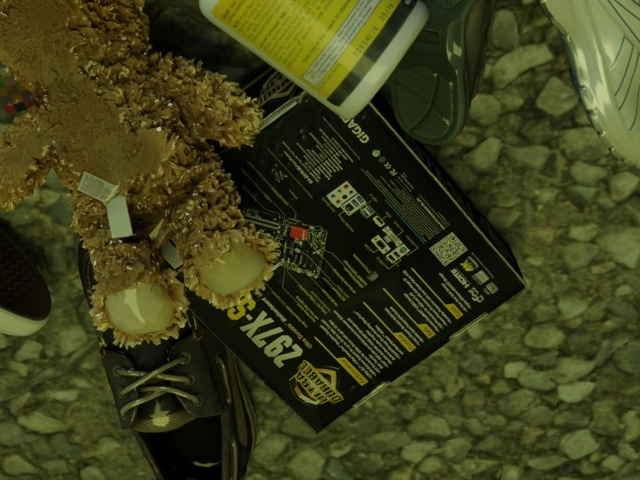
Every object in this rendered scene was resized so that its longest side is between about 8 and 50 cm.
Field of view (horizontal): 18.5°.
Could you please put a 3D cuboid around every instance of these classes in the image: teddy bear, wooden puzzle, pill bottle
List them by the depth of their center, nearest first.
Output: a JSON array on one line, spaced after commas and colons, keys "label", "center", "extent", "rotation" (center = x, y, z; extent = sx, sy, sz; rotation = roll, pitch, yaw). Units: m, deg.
[{"label": "pill bottle", "center": [-0.025, -0.205, 1.621], "extent": [0.208, 0.119, 0.119], "rotation": [36, 122, -5]}, {"label": "teddy bear", "center": [-0.167, -0.077, 1.686], "extent": [0.245, 0.113, 0.338], "rotation": [-43, 86, 16]}, {"label": "wooden puzzle", "center": [-0.267, -0.139, 1.769], "extent": [0.083, 0.006, 0.049], "rotation": [-12, 129, 8]}]

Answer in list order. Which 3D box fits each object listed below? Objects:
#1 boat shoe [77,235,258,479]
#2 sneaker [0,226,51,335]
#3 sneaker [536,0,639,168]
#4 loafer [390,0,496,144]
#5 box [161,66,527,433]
[{"label": "boat shoe", "center": [-0.140, 0.130, 1.917], "extent": [0.132, 0.130, 0.355], "rotation": [-15, 129, 11]}, {"label": "sneaker", "center": [-0.393, 0.016, 1.844], "extent": [0.290, 0.106, 0.123], "rotation": [32, 127, -12]}, {"label": "sneaker", "center": [0.264, -0.181, 1.688], "extent": [0.129, 0.111, 0.297], "rotation": [-22, 128, 9]}, {"label": "loafer", "center": [0.109, -0.213, 1.686], "extent": [0.096, 0.084, 0.267], "rotation": [21, 129, 22]}, {"label": "box", "center": [0.000, 0.000, 1.819], "extent": [0.257, 0.079, 0.322], "rotation": [-35, 123, 13]}]
